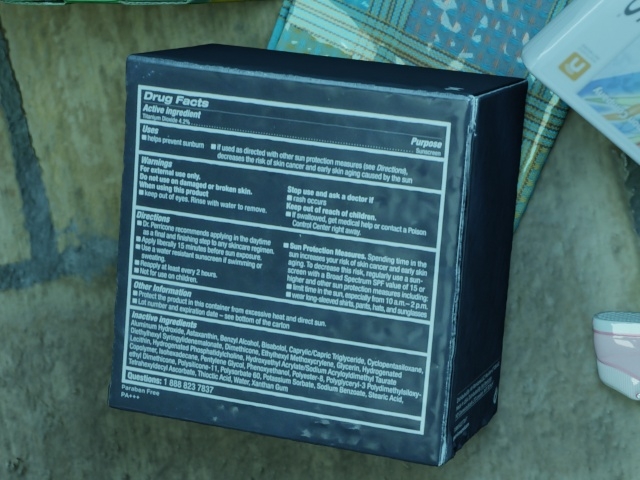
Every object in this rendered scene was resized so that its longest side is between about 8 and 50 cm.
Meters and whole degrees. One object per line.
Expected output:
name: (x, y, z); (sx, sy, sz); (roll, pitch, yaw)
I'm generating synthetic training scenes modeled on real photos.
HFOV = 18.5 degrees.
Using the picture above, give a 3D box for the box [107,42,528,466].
box: (0.000, 0.000, 1.611); (0.296, 0.183, 0.294); (9, 103, 18)

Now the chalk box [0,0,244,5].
chalk box: (-0.157, -0.283, 1.612); (0.179, 0.289, 0.180); (3, 98, 20)

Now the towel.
towel: (0.072, -0.121, 1.682); (0.271, 0.040, 0.370); (26, 105, 17)

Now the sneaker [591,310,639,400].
sneaker: (0.289, 0.099, 1.621); (0.134, 0.051, 0.070); (4, 100, 24)

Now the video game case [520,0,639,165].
video game case: (0.366, -0.140, 1.466); (0.329, 0.036, 0.300); (36, 114, -27)
